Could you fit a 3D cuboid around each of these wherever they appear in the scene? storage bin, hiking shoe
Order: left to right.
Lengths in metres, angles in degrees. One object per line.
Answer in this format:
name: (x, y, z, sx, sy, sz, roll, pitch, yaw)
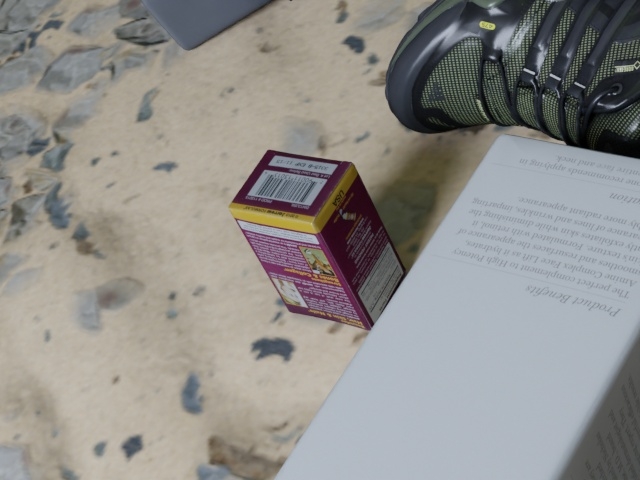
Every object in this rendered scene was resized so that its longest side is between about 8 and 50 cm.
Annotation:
storage bin: (-0.081, -0.194, 0.973, 0.091, 0.098, 0.135, -35, 42, 8)
hiking shoe: (0.132, -0.082, 0.751, 0.227, 0.086, 0.114, -13, 50, 26)

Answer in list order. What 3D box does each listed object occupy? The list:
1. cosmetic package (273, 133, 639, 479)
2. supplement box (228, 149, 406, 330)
cosmetic package: (0.082, 0.068, 0.636, 0.117, 0.085, 0.231, 15, 59, 37)
supplement box: (0.000, 0.000, 0.742, 0.055, 0.083, 0.043, 11, 54, 35)
